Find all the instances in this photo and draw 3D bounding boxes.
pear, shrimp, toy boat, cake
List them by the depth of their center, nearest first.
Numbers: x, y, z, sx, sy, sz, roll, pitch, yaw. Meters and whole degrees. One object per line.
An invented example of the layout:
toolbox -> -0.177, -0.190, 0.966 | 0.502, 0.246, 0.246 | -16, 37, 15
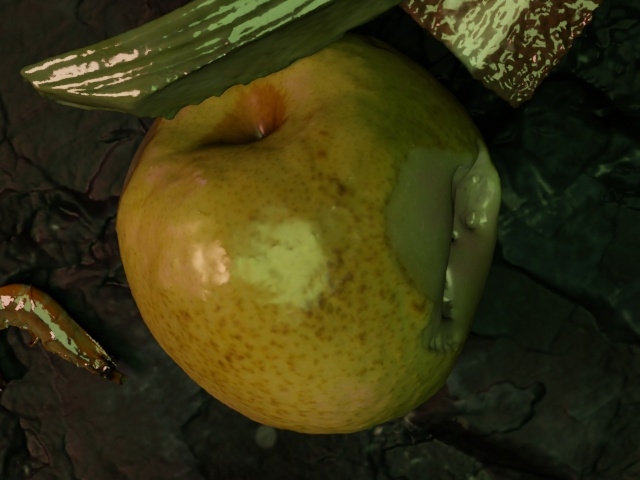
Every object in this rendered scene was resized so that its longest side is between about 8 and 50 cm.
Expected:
toy boat -> -0.034, -0.135, 0.803 | 0.293, 0.093, 0.055 | -25, 79, 8
cake -> 0.105, -0.186, 0.893 | 0.147, 0.135, 0.134 | 32, 106, -12
pear -> 0.000, 0.000, 0.902 | 0.271, 0.271, 0.271 | 0, 107, 1
shrimp -> -0.211, 0.088, 1.045 | 0.127, 0.025, 0.091 | 30, 106, -3
